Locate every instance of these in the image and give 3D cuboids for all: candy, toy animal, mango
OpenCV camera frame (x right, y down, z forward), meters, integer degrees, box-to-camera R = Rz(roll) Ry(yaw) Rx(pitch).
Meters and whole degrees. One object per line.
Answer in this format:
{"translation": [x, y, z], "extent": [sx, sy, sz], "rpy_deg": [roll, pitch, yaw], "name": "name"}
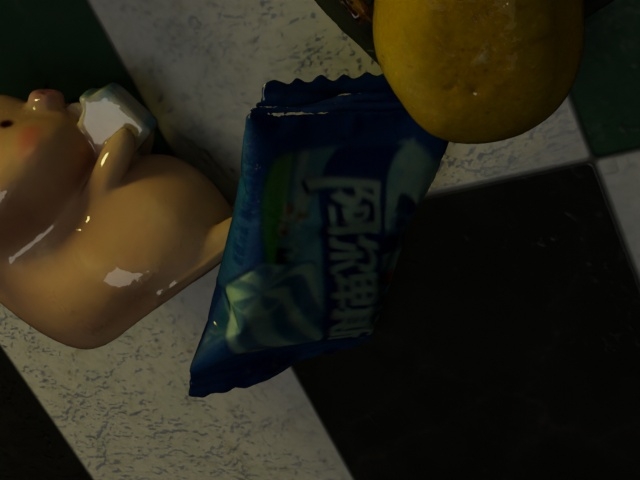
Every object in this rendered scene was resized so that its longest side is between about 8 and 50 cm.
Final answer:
{"translation": [0.000, 0.000, 0.841], "extent": [0.077, 0.187, 0.331], "rpy_deg": [55, 142, 36], "name": "candy"}
{"translation": [-0.212, -0.028, 0.904], "extent": [0.256, 0.195, 0.213], "rpy_deg": [42, 106, -4], "name": "toy animal"}
{"translation": [0.103, -0.148, 0.671], "extent": [0.137, 0.098, 0.195], "rpy_deg": [21, 136, 9], "name": "mango"}

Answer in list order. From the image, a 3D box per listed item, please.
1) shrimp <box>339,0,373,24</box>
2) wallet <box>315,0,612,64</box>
{"translation": [-0.026, -0.217, 0.743], "extent": [0.124, 0.034, 0.178], "rpy_deg": [-20, 93, 46], "name": "shrimp"}
{"translation": [0.103, -0.196, 0.725], "extent": [0.168, 0.052, 0.245], "rpy_deg": [44, 138, -16], "name": "wallet"}
